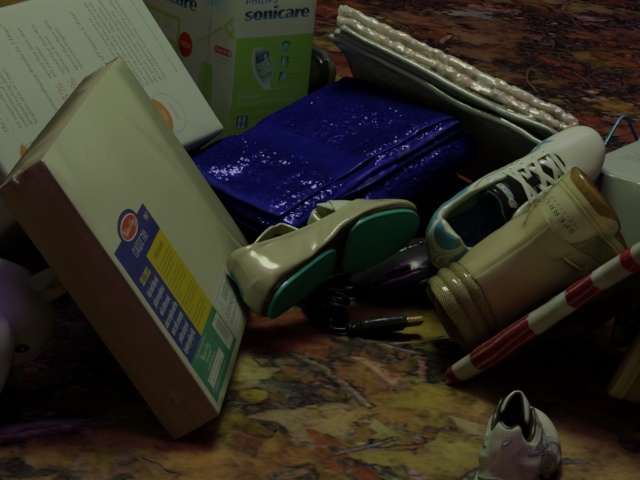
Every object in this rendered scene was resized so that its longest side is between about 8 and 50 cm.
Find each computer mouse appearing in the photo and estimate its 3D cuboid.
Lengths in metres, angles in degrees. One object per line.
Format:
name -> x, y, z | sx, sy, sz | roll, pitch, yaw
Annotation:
computer mouse -> 0.091, 0.042, 1.883 | 0.262, 0.060, 0.184 | 0, 19, -18

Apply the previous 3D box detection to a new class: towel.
towel -> 0.177, -0.136, 2.129 | 0.331, 0.053, 0.317 | 29, -9, 21
towel -> 0.295, 0.036, 1.686 | 0.237, 0.329, 0.037 | -17, 74, -50
towel -> 0.001, -0.093, 1.986 | 0.227, 0.076, 0.308 | 29, 44, 35

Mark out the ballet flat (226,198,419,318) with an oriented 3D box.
ballet flat -> 0.000, 0.000, 1.802 | 0.086, 0.086, 0.248 | 20, 31, 36

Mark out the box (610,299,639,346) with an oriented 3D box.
box -> 0.335, 0.064, 1.861 | 0.018, 0.083, 0.067 | 21, 23, 35

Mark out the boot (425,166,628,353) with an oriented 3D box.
boot -> 0.212, 0.036, 1.814 | 0.095, 0.203, 0.262 | 53, 2, 16

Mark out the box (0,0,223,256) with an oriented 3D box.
box -> -0.305, -0.128, 1.907 | 0.168, 0.215, 0.345 | -35, -4, 36

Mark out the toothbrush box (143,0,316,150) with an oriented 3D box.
toothbrush box -> -0.121, -0.193, 2.156 | 0.122, 0.283, 0.206 | -8, 24, -38

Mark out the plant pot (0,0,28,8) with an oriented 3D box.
plant pot -> -0.365, -0.178, 2.180 | 0.237, 0.237, 0.254 | 6, 34, -3

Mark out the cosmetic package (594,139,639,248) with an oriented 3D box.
cosmetic package -> 0.381, -0.014, 2.001 | 0.151, 0.151, 0.183 | 18, 23, 29

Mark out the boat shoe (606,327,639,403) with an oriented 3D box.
boat shoe -> 0.388, 0.096, 1.728 | 0.110, 0.122, 0.341 | 38, 31, 20

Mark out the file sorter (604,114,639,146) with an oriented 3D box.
file sorter -> 0.429, -0.070, 2.172 | 0.170, 0.104, 0.118 | 21, -19, 33

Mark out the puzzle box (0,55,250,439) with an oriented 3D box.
puzzle box -> -0.166, -0.010, 1.672 | 0.052, 0.272, 0.409 | -30, 13, 12

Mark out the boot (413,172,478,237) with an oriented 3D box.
boot -> 0.135, -0.028, 2.047 | 0.246, 0.094, 0.207 | -5, 20, -41

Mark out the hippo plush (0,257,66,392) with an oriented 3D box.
hippo plush -> -0.361, 0.062, 1.540 | 0.236, 0.234, 0.294 | 36, 34, -7

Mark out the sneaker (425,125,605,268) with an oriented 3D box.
sneaker -> 0.213, -0.047, 1.874 | 0.237, 0.085, 0.086 | -35, -10, -17

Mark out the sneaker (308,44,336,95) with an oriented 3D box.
sneaker -> -0.091, -0.257, 2.667 | 0.227, 0.087, 0.130 | 16, 22, 34

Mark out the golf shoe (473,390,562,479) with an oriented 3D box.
golf shoe -> 0.174, 0.164, 1.515 | 0.069, 0.086, 0.176 | 8, 17, 10
